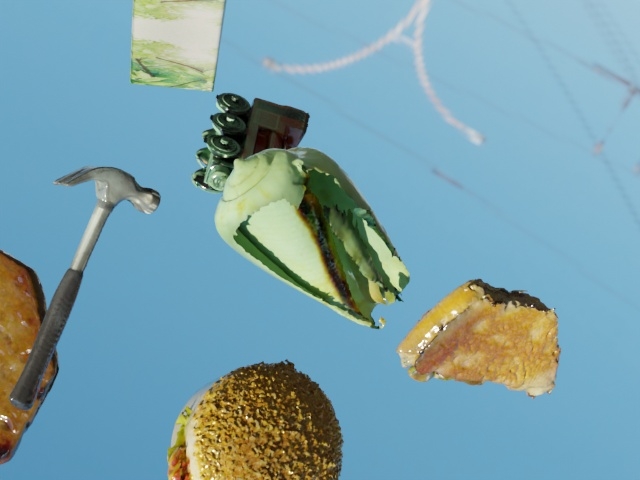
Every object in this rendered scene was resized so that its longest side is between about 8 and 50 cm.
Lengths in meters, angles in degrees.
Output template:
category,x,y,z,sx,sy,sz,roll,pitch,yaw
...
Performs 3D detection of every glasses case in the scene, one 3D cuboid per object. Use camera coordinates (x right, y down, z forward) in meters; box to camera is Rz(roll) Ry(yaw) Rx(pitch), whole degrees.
category,x,y,z,sx,sy,sz,roll,pitch,yaw
glasses case,-0.140,-0.245,1.546,0.095,0.272,0.062,6,-116,-6

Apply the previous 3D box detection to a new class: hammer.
category,x,y,z,sx,sy,sz,roll,pitch,yaw
hammer,-0.243,0.043,1.465,0.103,0.246,0.029,31,168,-37

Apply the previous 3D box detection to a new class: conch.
category,x,y,z,sx,sy,sz,roll,pitch,yaw
conch,0.004,-0.005,1.612,0.251,0.143,0.137,38,-160,-10

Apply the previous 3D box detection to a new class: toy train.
category,x,y,z,sx,sy,sz,roll,pitch,yaw
toy train,-0.079,-0.103,1.765,0.118,0.074,0.176,16,-147,-8

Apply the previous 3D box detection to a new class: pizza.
category,x,y,z,sx,sy,sz,roll,pitch,yaw
pizza,0.194,0.106,1.734,0.226,0.147,0.069,9,-144,-32

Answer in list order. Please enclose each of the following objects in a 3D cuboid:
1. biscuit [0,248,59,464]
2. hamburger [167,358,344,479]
category,x,y,z,sx,sy,sz,roll,pitch,yaw
biscuit,-0.519,0.155,2.080,0.359,0.359,0.046,35,-177,14
hamburger,-0.097,0.334,2.414,0.276,0.294,0.179,49,157,-17
